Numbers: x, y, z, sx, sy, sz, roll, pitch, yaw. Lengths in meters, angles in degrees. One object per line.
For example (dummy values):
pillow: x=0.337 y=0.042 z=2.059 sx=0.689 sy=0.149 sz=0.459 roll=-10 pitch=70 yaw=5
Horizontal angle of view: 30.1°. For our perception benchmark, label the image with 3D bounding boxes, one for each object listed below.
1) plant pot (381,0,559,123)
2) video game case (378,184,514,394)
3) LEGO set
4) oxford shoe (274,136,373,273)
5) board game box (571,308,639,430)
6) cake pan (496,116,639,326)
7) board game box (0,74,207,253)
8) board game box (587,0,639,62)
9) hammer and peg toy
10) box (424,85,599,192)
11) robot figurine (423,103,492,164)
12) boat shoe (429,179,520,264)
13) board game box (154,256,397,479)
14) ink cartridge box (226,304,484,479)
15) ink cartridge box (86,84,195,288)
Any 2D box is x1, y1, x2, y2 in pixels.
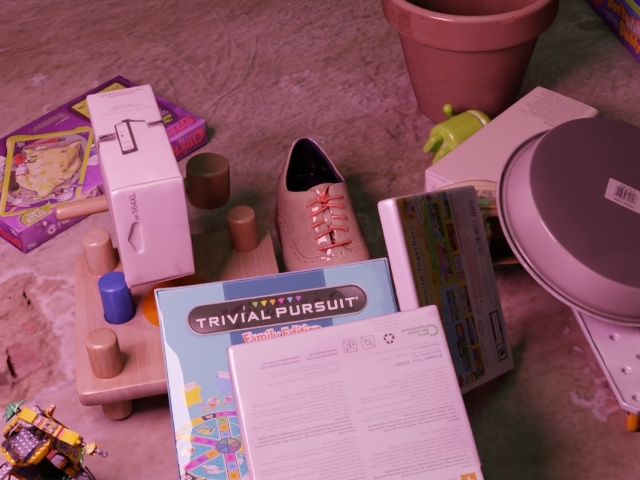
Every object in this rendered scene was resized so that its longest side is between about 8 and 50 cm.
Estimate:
plant pot: x=0.221 y=-0.298 z=1.797 sx=0.263 sy=0.229 sz=0.263 roll=-1 pitch=39 yaw=1
video game case: x=0.145 y=0.056 z=1.343 sx=0.026 sy=0.227 sz=0.206 roll=-12 pitch=0 yaw=33
LEGO set: x=-0.292 y=0.285 z=1.102 sx=0.255 sy=0.192 sz=0.331 roll=-39 pitch=51 yaw=-3
oxford shoe: x=0.000 y=0.000 z=1.527 sx=0.123 sy=0.130 sz=0.348 roll=-12 pitch=41 yaw=-11
board game box: x=0.494 y=0.056 z=1.496 sx=0.389 sy=0.050 sz=0.390 roll=-8 pitch=40 yaw=-7
cake pan: x=0.359 y=-0.035 z=1.446 sx=0.293 sy=0.054 sz=0.293 roll=8 pitch=55 yaw=-12
board game box: x=-0.363 y=-0.122 z=1.763 sx=0.208 sy=0.056 sz=0.347 roll=27 pitch=48 yaw=36
board game box: x=0.616 y=-0.378 z=1.989 sx=0.233 sy=0.078 sz=0.347 roll=-10 pitch=41 yaw=-9
hammer and peg toy: x=-0.185 y=0.052 z=1.480 sx=0.265 sy=0.127 sz=0.361 roll=-10 pitch=40 yaw=-6
box: x=0.270 y=-0.105 z=1.668 sx=0.113 sy=0.094 sz=0.275 roll=30 pitch=50 yaw=33
robot figurine: x=0.207 y=-0.151 z=1.746 sx=0.115 sy=0.067 sz=0.101 roll=-26 pitch=72 yaw=-26
boat shoe: x=0.226 y=-0.014 z=1.482 sx=0.285 sy=0.105 sz=0.089 roll=-10 pitch=47 yaw=-6
board game box: x=-0.025 y=0.199 z=1.231 sx=0.253 sy=0.079 sz=0.336 roll=-7 pitch=64 yaw=-7
ink cartridge box: x=0.036 y=0.190 z=1.168 sx=0.223 sy=0.045 sz=0.224 roll=-10 pitch=66 yaw=-7
ink cartridge box: x=-0.212 y=-0.066 z=1.407 sx=0.085 sy=0.148 sz=0.203 roll=-12 pitch=41 yaw=-11
